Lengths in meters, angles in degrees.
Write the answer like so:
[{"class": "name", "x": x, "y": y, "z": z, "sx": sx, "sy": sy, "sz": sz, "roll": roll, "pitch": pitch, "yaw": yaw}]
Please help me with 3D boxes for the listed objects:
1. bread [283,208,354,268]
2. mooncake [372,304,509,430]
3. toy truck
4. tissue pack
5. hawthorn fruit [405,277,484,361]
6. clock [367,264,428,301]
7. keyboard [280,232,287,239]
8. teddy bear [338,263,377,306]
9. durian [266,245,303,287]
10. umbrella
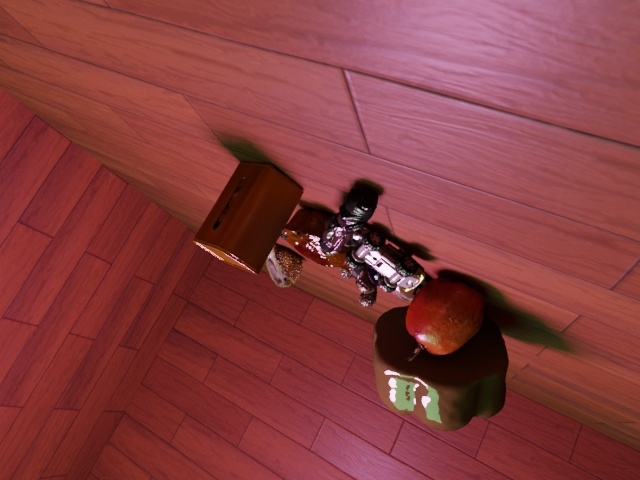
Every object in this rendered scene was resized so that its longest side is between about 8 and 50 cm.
[{"class": "bread", "x": 0.005, "y": -0.001, "z": 1.519, "sx": 0.246, "sy": 0.135, "sz": 0.232, "roll": 26, "pitch": 168, "yaw": 12}, {"class": "mooncake", "x": 0.391, "y": 0.413, "z": 1.628, "sx": 0.466, "sy": 0.466, "sz": 0.263, "roll": 19, "pitch": 121, "yaw": 37}, {"class": "toy truck", "x": 0.167, "y": 0.040, "z": 1.385, "sx": 0.285, "sy": 0.111, "sz": 0.136, "roll": 37, "pitch": 136, "yaw": -2}, {"class": "tissue pack", "x": -0.206, "y": -0.070, "z": 1.360, "sx": 0.194, "sy": 0.275, "sz": 0.145, "roll": 14, "pitch": 162, "yaw": 47}, {"class": "hawthorn fruit", "x": 0.352, "y": 0.249, "z": 1.440, "sx": 0.211, "sy": 0.299, "sz": 0.211, "roll": 34, "pitch": -178, "yaw": -2}, {"class": "clock", "x": 0.262, "y": 0.136, "z": 1.619, "sx": 0.194, "sy": 0.100, "sz": 0.195, "roll": 37, "pitch": 174, "yaw": -35}, {"class": "keyboard", "x": -0.096, "y": 0.018, "z": 2.112, "sx": 0.196, "sy": 0.015, "sz": 0.074, "roll": 27, "pitch": 168, "yaw": 3}, {"class": "teddy bear", "x": 0.153, "y": 0.131, "z": 1.781, "sx": 0.251, "sy": 0.129, "sz": 0.182, "roll": 49, "pitch": 158, "yaw": 47}, {"class": "durian", "x": -0.178, "y": 0.107, "z": 2.417, "sx": 0.193, "sy": 0.137, "sz": 0.238, "roll": -4, "pitch": 105, "yaw": 55}, {"class": "umbrella", "x": 0.058, "y": -0.040, "z": 1.224, "sx": 0.090, "sy": 0.094, "sz": 0.326, "roll": 53, "pitch": 153, "yaw": 7}]
